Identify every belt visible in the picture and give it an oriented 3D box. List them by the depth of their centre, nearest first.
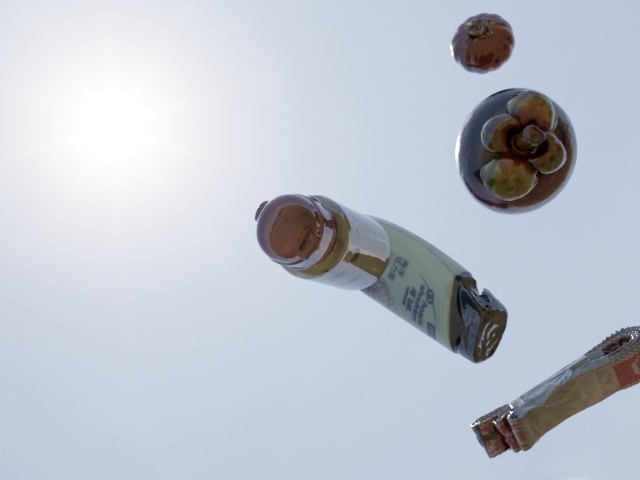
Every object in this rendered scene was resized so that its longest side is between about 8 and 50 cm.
[{"bbox_3d":[0.281,0.173,0.986,0.232,0.071,0.053,-31,-80,2],"label":"belt"}]

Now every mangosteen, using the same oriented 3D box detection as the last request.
[{"bbox_3d":[0.275,-0.126,1.214,0.199,0.200,0.200,-8,-68,-21],"label":"mangosteen"}]

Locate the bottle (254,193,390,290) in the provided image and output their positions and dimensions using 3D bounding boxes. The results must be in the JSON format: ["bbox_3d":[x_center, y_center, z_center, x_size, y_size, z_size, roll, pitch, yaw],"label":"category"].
[{"bbox_3d":[0.000,0.000,1.120,0.110,0.110,0.233,-59,-28,6],"label":"bottle"}]

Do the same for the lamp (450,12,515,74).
[{"bbox_3d":[0.255,-0.310,1.364,0.101,0.101,0.090,-44,-28,-3],"label":"lamp"}]

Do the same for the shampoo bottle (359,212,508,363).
[{"bbox_3d":[0.142,0.058,1.388,0.078,0.359,0.134,-7,-62,-40],"label":"shampoo bottle"}]
